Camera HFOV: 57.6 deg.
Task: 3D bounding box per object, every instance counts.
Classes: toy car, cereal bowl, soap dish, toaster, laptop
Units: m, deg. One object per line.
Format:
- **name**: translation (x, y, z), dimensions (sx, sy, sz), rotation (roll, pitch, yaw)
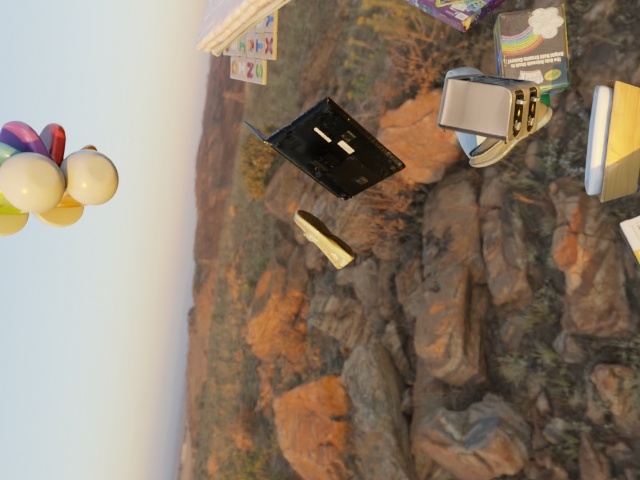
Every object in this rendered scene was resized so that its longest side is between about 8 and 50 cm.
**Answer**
- **toy car**: translation (-0.368, -0.090, 0.757), dimensions (0.159, 0.182, 0.136), rotation (-20, 87, 39)
- **cereal bowl**: translation (0.572, -0.467, 2.099), dimensions (0.339, 0.141, 0.338), rotation (-18, -90, -88)
- **soap dish**: translation (0.748, -0.256, 1.475), dimensions (0.229, 0.118, 0.290), rotation (-33, -54, -64)
- **toaster**: translation (0.343, -0.276, 1.197), dimensions (0.186, 0.168, 0.110), rotation (20, 117, 35)
- **laptop**: translation (0.002, -0.201, 1.205), dimensions (0.264, 0.234, 0.136), rotation (-27, 43, 36)

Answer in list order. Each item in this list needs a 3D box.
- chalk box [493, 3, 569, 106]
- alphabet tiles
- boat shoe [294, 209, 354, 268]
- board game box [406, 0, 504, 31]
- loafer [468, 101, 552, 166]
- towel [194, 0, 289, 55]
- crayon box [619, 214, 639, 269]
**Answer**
- **chalk box**: translation (0.606, -0.500, 1.681), dimensions (0.179, 0.180, 0.288), rotation (-28, -67, -76)
- **alphabet tiles**: translation (-0.176, -0.531, 1.404), dimensions (0.342, 0.011, 0.285), rotation (33, 125, 57)
- **boat shoe**: translation (0.000, -0.001, 1.166), dimensions (0.048, 0.153, 0.056), rotation (-43, 24, 22)
- **board game box**: translation (0.428, -0.832, 1.939), dimensions (0.347, 0.208, 0.056), rotation (47, 174, 35)
- **loafer**: translation (0.495, -0.297, 1.572), dimensions (0.251, 0.087, 0.094), rotation (-39, 21, 26)
- **towel**: translation (-0.061, -0.477, 0.910), dimensions (0.332, 0.053, 0.316), rotation (-18, 54, 44)
- **crayon box**: translation (0.786, 0.073, 1.189), dimensions (0.083, 0.203, 0.322), rotation (17, -129, -62)
